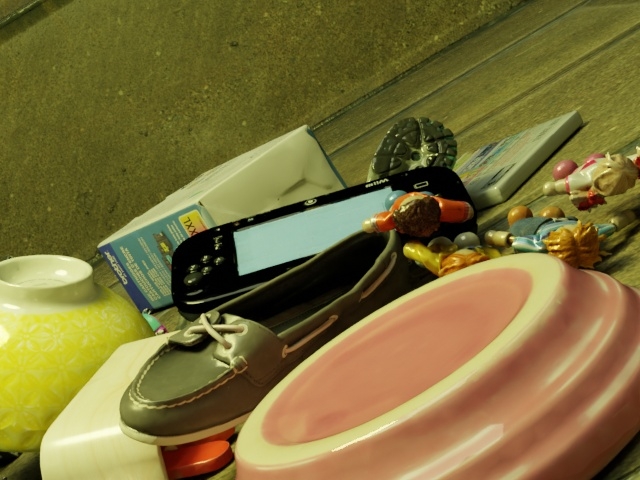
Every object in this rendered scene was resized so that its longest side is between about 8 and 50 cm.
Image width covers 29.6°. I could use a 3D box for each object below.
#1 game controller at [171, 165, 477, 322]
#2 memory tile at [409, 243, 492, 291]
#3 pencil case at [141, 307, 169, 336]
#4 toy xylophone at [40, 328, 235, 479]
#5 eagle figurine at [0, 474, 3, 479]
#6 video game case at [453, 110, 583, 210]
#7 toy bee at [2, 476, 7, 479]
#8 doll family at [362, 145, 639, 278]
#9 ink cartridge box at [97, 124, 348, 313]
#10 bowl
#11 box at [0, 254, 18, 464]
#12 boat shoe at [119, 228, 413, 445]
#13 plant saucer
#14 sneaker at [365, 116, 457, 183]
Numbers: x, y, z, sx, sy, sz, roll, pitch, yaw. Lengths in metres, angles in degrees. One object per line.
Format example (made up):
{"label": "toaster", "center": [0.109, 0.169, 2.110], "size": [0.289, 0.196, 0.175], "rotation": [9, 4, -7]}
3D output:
{"label": "game controller", "center": [0.000, 0.000, 1.254], "size": [0.319, 0.067, 0.166], "rotation": [-16, 36, 1]}
{"label": "memory tile", "center": [0.099, 0.048, 1.222], "size": [0.148, 0.012, 0.113], "rotation": [-18, 16, 50]}
{"label": "pencil case", "center": [-0.268, 0.158, 1.621], "size": [0.152, 0.064, 0.070], "rotation": [-39, 8, -37]}
{"label": "toy xylophone", "center": [-0.138, 0.158, 1.170], "size": [0.236, 0.081, 0.322], "rotation": [-13, 15, 23]}
{"label": "eagle figurine", "center": [-0.468, 0.208, 1.218], "size": [0.226, 0.225, 0.298], "rotation": [-26, 42, -23]}
{"label": "video game case", "center": [0.203, -0.081, 1.509], "size": [0.193, 0.023, 0.212], "rotation": [-20, 16, 47]}
{"label": "toy bee", "center": [-0.389, 0.284, 0.966], "size": [0.195, 0.162, 0.298], "rotation": [29, 83, 35]}
{"label": "doll family", "center": [0.173, -0.002, 1.041], "size": [0.263, 0.118, 0.163], "rotation": [-13, 5, 2]}
{"label": "ink cartridge box", "center": [-0.179, -0.025, 1.998], "size": [0.270, 0.151, 0.395], "rotation": [-38, 14, -37]}
{"label": "bowl", "center": [-0.315, 0.107, 1.370], "size": [0.289, 0.156, 0.289], "rotation": [3, 18, -1]}
{"label": "box", "center": [-0.513, 0.199, 1.698], "size": [0.242, 0.076, 0.307], "rotation": [-26, 43, 25]}
{"label": "boat shoe", "center": [-0.043, 0.070, 1.050], "size": [0.112, 0.095, 0.335], "rotation": [17, 27, 39]}
{"label": "plant saucer", "center": [0.070, 0.107, 0.815], "size": [0.332, 0.084, 0.332], "rotation": [-30, 11, 6]}
{"label": "sneaker", "center": [0.066, -0.002, 1.382], "size": [0.283, 0.110, 0.122], "rotation": [-50, -21, -20]}
